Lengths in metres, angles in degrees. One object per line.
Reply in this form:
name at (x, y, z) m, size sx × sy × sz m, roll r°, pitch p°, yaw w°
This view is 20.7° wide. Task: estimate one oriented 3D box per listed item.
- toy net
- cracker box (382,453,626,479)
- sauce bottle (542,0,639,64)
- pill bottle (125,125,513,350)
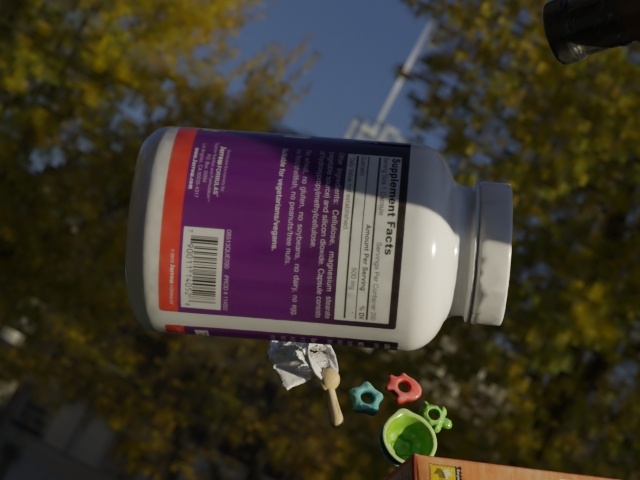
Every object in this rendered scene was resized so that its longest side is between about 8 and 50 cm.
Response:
toy net at (0.046, 0.170, 2.053) m, size 0.232 × 0.122 × 0.045 m, roll 38°, pitch -34°, yaw 3°
cracker box at (0.091, 0.217, 1.180) m, size 0.155 × 0.067 × 0.232 m, roll 9°, pitch -29°, yaw -18°
sauce bottle at (0.393, -0.256, 1.756) m, size 0.344 × 0.111 × 0.111 m, roll -14°, pitch -32°, yaw 28°
pill bottle at (0.000, 0.000, 1.524) m, size 0.322 × 0.182 × 0.181 m, roll 4°, pitch -12°, yaw 2°
